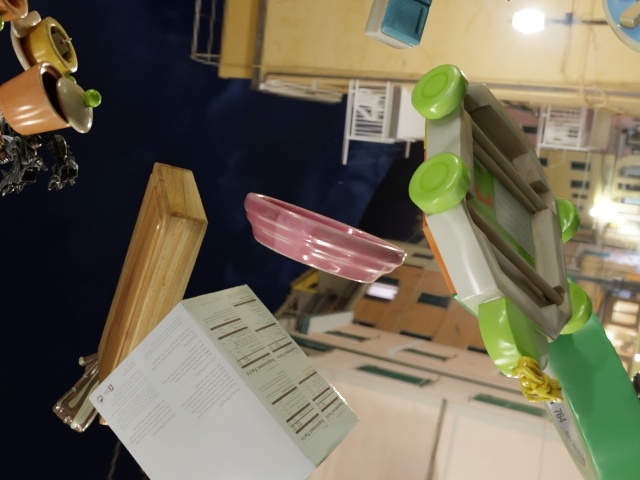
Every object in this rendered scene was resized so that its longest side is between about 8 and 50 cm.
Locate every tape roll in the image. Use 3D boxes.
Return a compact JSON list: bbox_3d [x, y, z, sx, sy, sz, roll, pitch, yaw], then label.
[{"bbox_3d":[0.340,0.183,0.952,0.321,0.077,0.321,-23,-90,-84],"label":"tape roll"}]

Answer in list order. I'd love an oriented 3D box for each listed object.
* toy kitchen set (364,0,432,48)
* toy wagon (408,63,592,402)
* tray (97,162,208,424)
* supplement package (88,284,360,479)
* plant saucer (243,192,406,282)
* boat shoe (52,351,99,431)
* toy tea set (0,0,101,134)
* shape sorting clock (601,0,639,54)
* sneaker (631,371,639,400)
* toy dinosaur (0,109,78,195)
[{"bbox_3d":[0.060,-0.287,0.700,0.207,0.166,0.122,14,-86,-30],"label":"toy kitchen set"},{"bbox_3d":[0.180,-0.003,0.694,0.267,0.068,0.344,38,-136,-35],"label":"toy wagon"},{"bbox_3d":[-0.302,0.094,1.207,0.076,0.203,0.411,12,-65,-24],"label":"tray"},{"bbox_3d":[-0.123,0.230,0.959,0.199,0.262,0.198,-45,-11,16],"label":"supplement package"},{"bbox_3d":[0.000,0.000,1.371,0.332,0.332,0.084,13,-80,-65],"label":"plant saucer"},{"bbox_3d":[-0.469,0.271,1.490,0.257,0.095,0.095,-59,2,-27],"label":"boat shoe"},{"bbox_3d":[-0.319,-0.284,0.791,0.200,0.124,0.336,-77,-32,-78],"label":"toy tea set"},{"bbox_3d":[0.297,-0.195,0.471,0.040,0.206,0.206,53,-129,-41],"label":"shape sorting clock"},{"bbox_3d":[0.567,0.329,1.059,0.106,0.162,0.281,88,-172,-45],"label":"sneaker"},{"bbox_3d":[-0.596,-0.214,1.404,0.164,0.322,0.218,-18,-96,-34],"label":"toy dinosaur"}]
